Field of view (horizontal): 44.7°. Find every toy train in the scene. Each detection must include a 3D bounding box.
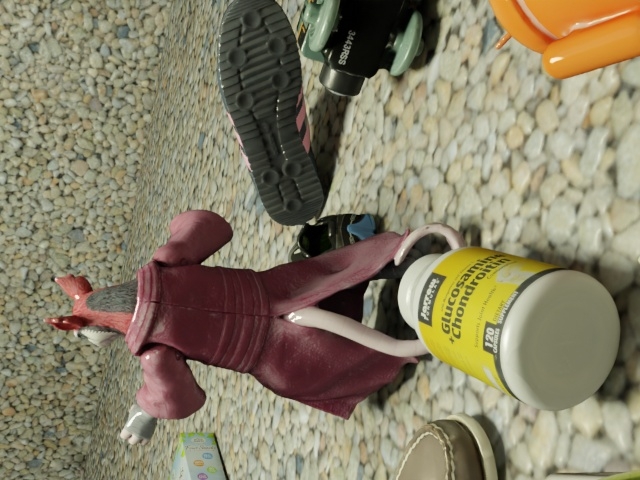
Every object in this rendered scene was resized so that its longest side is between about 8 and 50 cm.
[{"bbox_3d":[0.065,-0.332,0.866,0.190,0.142,0.333,-105,31,-58],"label":"toy train"}]

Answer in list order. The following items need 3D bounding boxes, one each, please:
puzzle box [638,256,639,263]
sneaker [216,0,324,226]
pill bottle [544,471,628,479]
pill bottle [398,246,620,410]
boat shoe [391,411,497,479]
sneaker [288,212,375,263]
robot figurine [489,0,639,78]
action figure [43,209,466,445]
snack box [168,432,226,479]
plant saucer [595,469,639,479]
[{"bbox_3d":[0.323,-0.065,0.305,0.272,0.052,0.408,-114,38,-50],"label":"puzzle box"},{"bbox_3d":[-0.075,-0.180,1.049,0.131,0.112,0.318,-112,12,-59],"label":"sneaker"},{"bbox_3d":[0.193,0.243,0.427,0.124,0.124,0.221,151,123,-62],"label":"pill bottle"},{"bbox_3d":[0.138,0.060,0.623,0.184,0.103,0.103,-162,80,-65],"label":"pill bottle"},{"bbox_3d":[0.072,0.309,0.712,0.116,0.097,0.324,-137,57,-61],"label":"boat shoe"},{"bbox_3d":[0.000,0.000,0.980,0.188,0.078,0.067,154,120,-63],"label":"sneaker"},{"bbox_3d":[0.198,-0.200,0.527,0.219,0.128,0.158,-15,95,65],"label":"robot figurine"},{"bbox_3d":[-0.078,0.091,0.771,0.276,0.370,0.247,167,108,-64],"label":"action figure"},{"bbox_3d":[-0.215,0.467,1.351,0.207,0.070,0.174,-123,45,-58],"label":"snack box"},{"bbox_3d":[0.177,0.226,0.347,0.241,0.037,0.240,-7,73,25],"label":"plant saucer"}]
